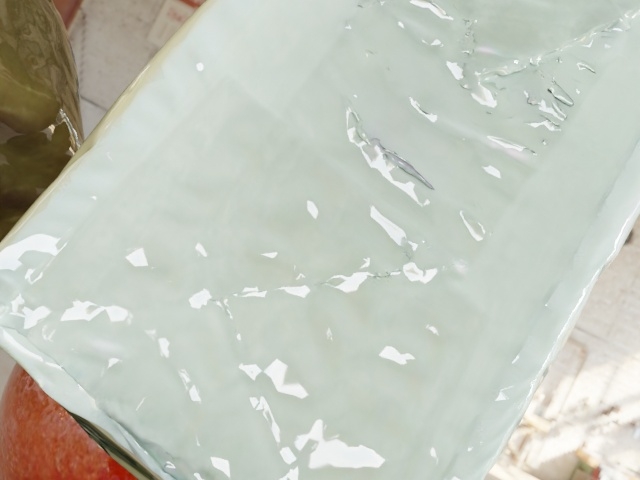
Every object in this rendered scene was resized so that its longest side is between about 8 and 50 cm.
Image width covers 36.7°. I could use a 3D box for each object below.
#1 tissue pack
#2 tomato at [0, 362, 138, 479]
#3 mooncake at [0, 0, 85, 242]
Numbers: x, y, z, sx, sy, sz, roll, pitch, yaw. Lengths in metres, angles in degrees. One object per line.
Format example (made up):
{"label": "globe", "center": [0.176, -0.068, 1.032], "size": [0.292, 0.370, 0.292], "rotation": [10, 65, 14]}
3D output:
{"label": "tissue pack", "center": [0.000, 0.000, 0.547], "size": [0.205, 0.332, 0.405], "rotation": [37, -18, -1]}
{"label": "tomato", "center": [-0.166, 0.183, 0.880], "size": [0.265, 0.265, 0.265], "rotation": [27, -2, 1]}
{"label": "mooncake", "center": [-0.309, -0.084, 0.688], "size": [0.284, 0.284, 0.155], "rotation": [29, 41, -57]}
